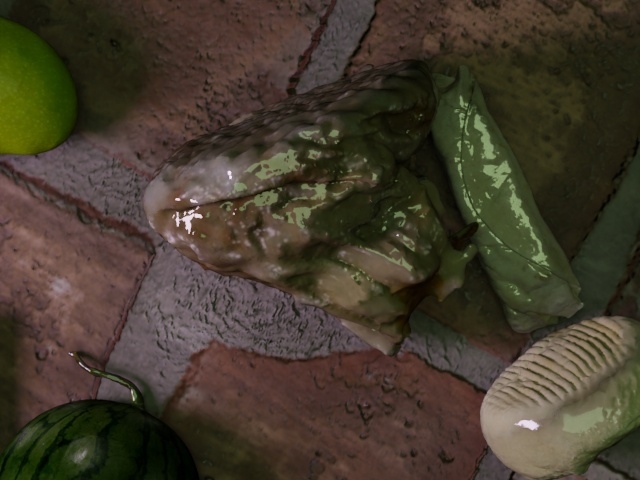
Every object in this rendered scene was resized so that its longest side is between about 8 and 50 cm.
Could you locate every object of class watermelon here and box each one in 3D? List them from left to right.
[{"bbox_3d":[-0.218,0.246,1.491,0.204,0.127,0.232,30,82,7],"label":"watermelon"}]

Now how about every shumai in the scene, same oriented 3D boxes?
[{"bbox_3d":[0.000,0.000,1.444,0.314,0.267,0.262,-26,101,-37],"label":"shumai"}]

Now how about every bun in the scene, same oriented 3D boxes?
[{"bbox_3d":[0.245,0.152,1.473,0.188,0.164,0.111,-38,105,-14],"label":"bun"}]

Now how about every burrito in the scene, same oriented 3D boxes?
[{"bbox_3d":[0.171,-0.044,1.532,0.082,0.059,0.275,-24,85,14],"label":"burrito"}]

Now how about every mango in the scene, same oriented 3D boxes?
[{"bbox_3d":[-0.381,-0.144,1.518,0.293,0.143,0.175,-1,88,-8],"label":"mango"}]
